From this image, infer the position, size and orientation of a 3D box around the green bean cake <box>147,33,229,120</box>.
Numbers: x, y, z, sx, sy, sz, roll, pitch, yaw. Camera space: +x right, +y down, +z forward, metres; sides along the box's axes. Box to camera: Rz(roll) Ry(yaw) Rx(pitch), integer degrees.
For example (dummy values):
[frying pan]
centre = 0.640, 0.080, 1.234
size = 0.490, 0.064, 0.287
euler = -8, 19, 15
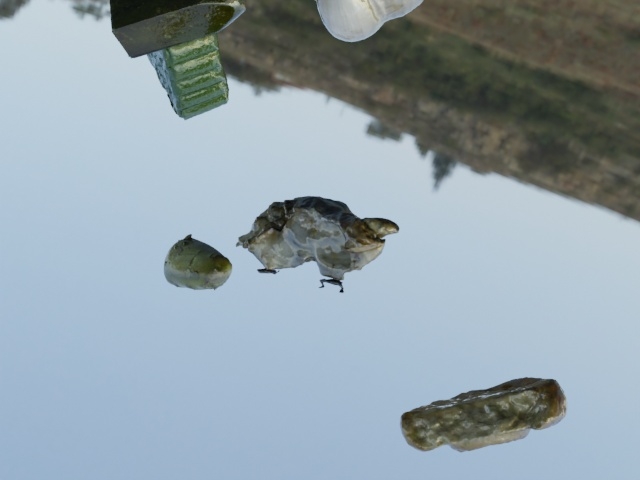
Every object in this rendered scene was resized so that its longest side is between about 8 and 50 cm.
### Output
[green bean cake]
centre = -0.265, -0.372, 2.090
size = 0.125, 0.222, 0.248
euler = -22, -121, -9

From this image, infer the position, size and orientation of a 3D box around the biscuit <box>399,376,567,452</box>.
[biscuit]
centre = 0.281, 0.292, 1.884
size = 0.274, 0.091, 0.213
euler = -18, 174, 25

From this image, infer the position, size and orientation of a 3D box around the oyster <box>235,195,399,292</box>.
[oyster]
centre = -0.007, 0.000, 1.925
size = 0.198, 0.133, 0.337
euler = -21, -161, -28

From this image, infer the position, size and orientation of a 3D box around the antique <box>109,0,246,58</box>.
[antique]
centre = -0.232, -0.383, 1.879
size = 0.081, 0.221, 0.080
euler = 60, -163, -59

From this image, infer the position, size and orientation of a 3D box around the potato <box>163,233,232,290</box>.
[potato]
centre = -0.235, 0.049, 2.167
size = 0.188, 0.105, 0.085
euler = 11, 151, 51

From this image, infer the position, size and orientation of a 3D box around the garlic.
[garlic]
centre = 0.070, -0.394, 1.456
size = 0.184, 0.281, 0.203
euler = 19, 166, 23
